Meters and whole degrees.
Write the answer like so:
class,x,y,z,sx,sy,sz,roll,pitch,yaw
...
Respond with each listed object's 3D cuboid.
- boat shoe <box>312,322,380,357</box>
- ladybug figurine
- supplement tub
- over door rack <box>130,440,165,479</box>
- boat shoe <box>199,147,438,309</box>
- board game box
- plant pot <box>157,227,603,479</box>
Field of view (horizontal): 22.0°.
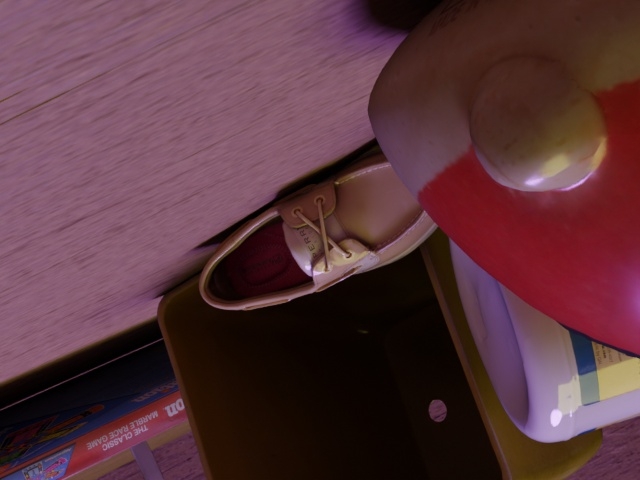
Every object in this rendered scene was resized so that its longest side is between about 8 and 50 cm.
class,x,y,z,sx,sy,sz,roll,pitch,yaw
boat shoe,0.004,0.045,1.210,0.233,0.084,0.079,-27,176,-27
ladybug figurine,0.206,-0.065,0.657,0.449,0.162,0.305,-20,-179,-43
supplement tub,0.181,0.012,0.867,0.199,0.144,0.144,-17,173,-7
over door rack,-0.109,0.257,1.386,0.239,0.324,0.108,-26,-161,-6
boat shoe,0.000,0.000,0.920,0.170,0.063,0.059,-31,179,36
board game box,-0.178,0.132,1.191,0.281,0.027,0.145,-23,-167,-33
plant pot,0.056,0.094,1.053,0.212,0.212,0.187,-31,159,33
